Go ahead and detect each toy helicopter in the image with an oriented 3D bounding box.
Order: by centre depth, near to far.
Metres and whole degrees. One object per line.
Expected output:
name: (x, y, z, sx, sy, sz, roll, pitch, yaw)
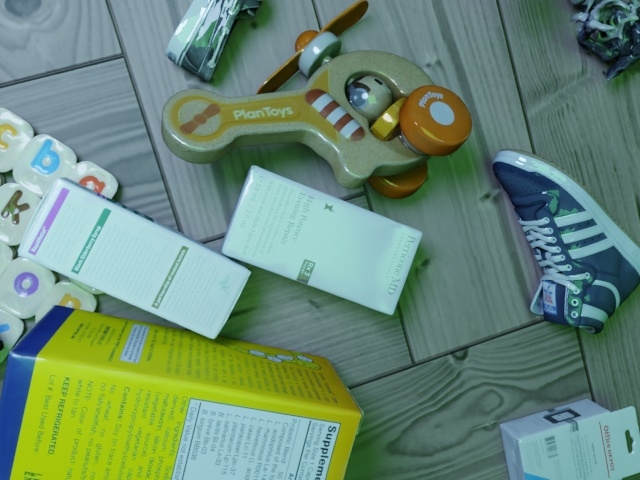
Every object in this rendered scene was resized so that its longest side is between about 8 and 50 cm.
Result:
toy helicopter: (-0.014, -0.165, 0.724, 0.355, 0.140, 0.235, -11, 71, -24)

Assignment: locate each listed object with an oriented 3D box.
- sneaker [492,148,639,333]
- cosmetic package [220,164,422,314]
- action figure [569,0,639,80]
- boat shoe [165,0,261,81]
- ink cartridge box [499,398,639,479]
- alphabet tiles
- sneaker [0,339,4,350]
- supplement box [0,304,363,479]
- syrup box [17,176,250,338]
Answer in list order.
sneaker: (0.313, 0.012, 0.824, 0.282, 0.099, 0.153, 38, 85, -14)
cosmetic package: (0.000, 0.000, 0.775, 0.231, 0.085, 0.117, 20, 91, -10)
action figure: (0.387, -0.324, 0.793, 0.275, 0.141, 0.164, 40, 85, -7)
boat shoe: (-0.104, -0.299, 0.742, 0.070, 0.078, 0.219, 30, 96, -10)
ink cartridge box: (0.359, 0.297, 0.872, 0.180, 0.060, 0.104, -13, 96, -9)
alphabet tiles: (-0.388, -0.003, 0.736, 0.284, 0.021, 0.278, 33, 90, -11)
sneaker: (-0.466, 0.204, 0.689, 0.146, 0.102, 0.293, 33, 94, -12)
supplement box: (-0.161, 0.220, 0.697, 0.356, 0.195, 0.194, 14, 95, -12)
syrup box: (-0.213, 0.019, 0.712, 0.236, 0.093, 0.096, 29, 85, -20)
